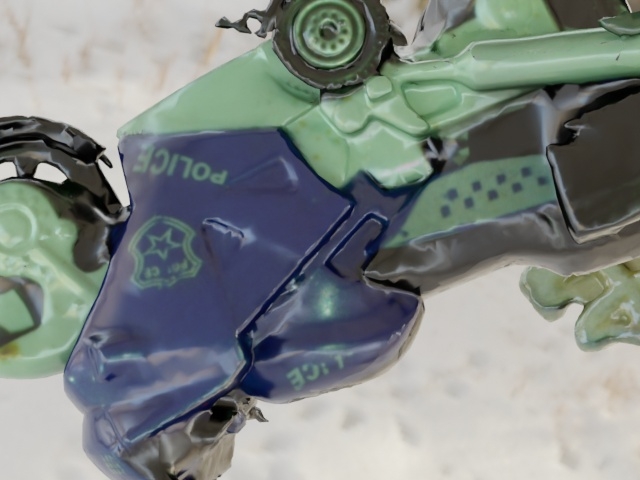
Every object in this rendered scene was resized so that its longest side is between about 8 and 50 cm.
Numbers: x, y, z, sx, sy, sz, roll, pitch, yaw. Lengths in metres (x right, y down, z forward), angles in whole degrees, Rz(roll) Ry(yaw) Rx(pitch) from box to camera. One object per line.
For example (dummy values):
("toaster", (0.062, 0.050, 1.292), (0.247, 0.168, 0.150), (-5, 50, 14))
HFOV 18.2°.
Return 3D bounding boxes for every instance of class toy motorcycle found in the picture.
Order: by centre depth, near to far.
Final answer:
("toy motorcycle", (0.000, 0.000, 0.825), (0.331, 0.125, 0.196), (-19, 85, 4))

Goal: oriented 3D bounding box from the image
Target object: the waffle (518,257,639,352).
("waffle", (0.288, -0.039, 1.368), (0.309, 0.056, 0.292), (3, 64, 23))
